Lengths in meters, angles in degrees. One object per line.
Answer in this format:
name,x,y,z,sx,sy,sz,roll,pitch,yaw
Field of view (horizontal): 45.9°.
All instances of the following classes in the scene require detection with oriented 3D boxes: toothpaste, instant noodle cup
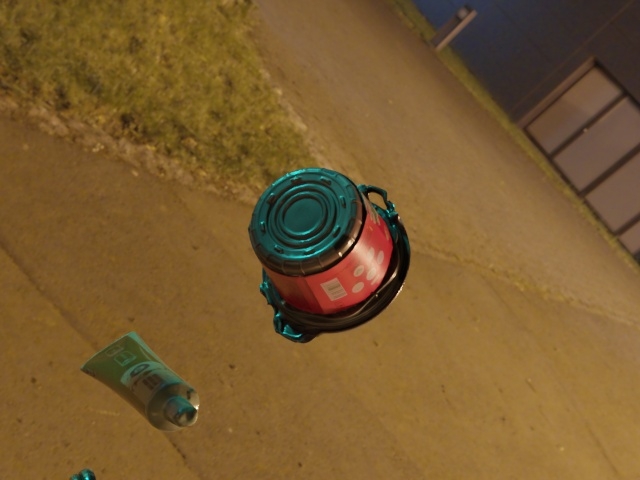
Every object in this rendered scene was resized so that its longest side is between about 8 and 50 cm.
toothpaste,-0.238,0.184,1.000,0.392,0.099,0.061,7,-52,62
instant noodle cup,0.000,0.000,1.199,0.258,0.302,0.181,12,-21,24

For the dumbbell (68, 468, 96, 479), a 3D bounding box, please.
dumbbell,-0.463,0.438,1.215,0.254,0.110,0.110,-1,47,-29
